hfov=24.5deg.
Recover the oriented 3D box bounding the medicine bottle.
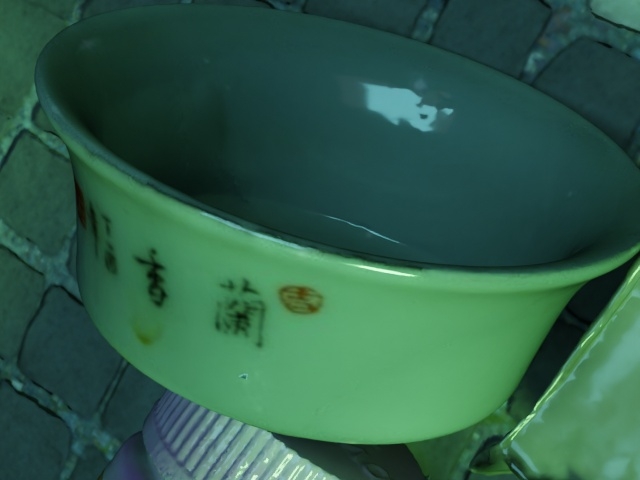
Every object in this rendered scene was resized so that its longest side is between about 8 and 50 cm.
[{"bbox_3d":[-0.082,0.218,0.930,0.178,0.178,0.291,39,103,20],"label":"medicine bottle"}]

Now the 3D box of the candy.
[{"bbox_3d":[0.218,0.100,0.826,0.185,0.137,0.195,35,100,20],"label":"candy"}]

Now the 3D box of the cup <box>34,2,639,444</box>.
[{"bbox_3d":[0.000,0.000,0.847,0.347,0.347,0.163,26,119,22],"label":"cup"}]
